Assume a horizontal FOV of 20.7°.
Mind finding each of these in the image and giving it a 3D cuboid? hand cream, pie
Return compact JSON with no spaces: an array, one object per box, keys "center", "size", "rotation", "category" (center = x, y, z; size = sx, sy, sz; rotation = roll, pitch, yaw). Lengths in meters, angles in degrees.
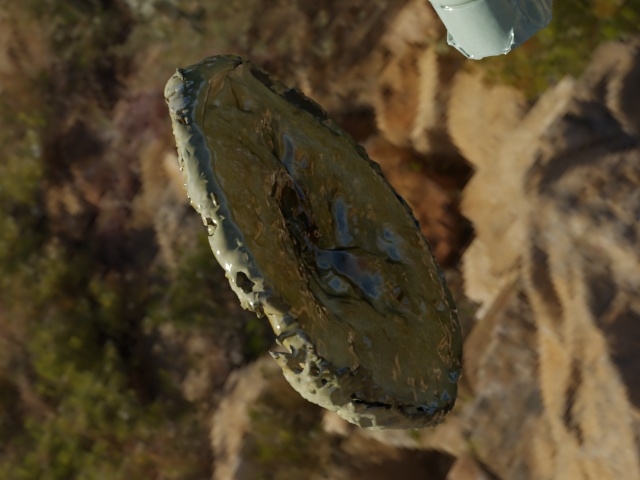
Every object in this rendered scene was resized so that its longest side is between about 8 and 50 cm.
[{"center":[0.034,-0.166,0.731],"size":[0.050,0.205,0.078],"rotation":[-39,32,-5],"category":"hand cream"},{"center":[0.000,0.000,1.058],"size":[0.055,0.274,0.274],"rotation":[-35,39,20],"category":"pie"}]
